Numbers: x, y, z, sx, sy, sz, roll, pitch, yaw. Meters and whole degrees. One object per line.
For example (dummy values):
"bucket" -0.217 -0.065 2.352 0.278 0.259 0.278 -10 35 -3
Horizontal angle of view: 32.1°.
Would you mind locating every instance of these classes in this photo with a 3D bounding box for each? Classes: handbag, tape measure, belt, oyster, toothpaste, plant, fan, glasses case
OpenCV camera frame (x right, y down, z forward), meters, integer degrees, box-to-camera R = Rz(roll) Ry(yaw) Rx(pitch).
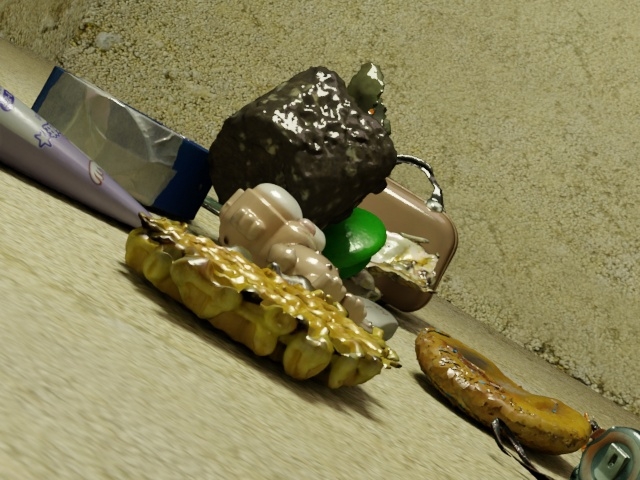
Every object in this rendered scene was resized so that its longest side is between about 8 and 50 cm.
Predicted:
"handbag" 0.131 -0.034 2.181 0.302 0.283 0.149 31 6 11
"tape measure" 0.282 0.228 1.195 0.180 0.107 0.104 32 6 -16
"belt" -0.277 -0.132 1.620 0.212 0.117 0.347 32 2 29
"oyster" 0.056 0.032 1.987 0.354 0.107 0.201 17 25 -24
"toothpaste" -0.309 -0.090 1.267 0.371 0.080 0.125 37 -3 -29
"plant" 0.003 -0.133 1.637 0.312 0.215 0.213 -26 78 -45
"fan" -0.201 -0.071 2.171 0.223 0.012 0.294 27 6 -40
"glasses case" 0.060 0.108 1.524 0.074 0.049 0.193 31 2 14

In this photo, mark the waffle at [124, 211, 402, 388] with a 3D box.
"waffle" -0.056 0.063 1.115 0.329 0.062 0.329 29 3 -1

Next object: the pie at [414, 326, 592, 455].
"pie" 0.229 0.201 1.453 0.273 0.069 0.273 29 2 -1

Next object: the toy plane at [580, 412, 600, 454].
"toy plane" 0.399 0.301 1.499 0.135 0.062 0.188 56 4 -6

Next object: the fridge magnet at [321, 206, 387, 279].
"fridge magnet" 0.000 0.000 1.735 0.208 0.088 0.208 -4 27 2

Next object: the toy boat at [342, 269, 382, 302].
"toy boat" 0.065 0.079 1.843 0.084 0.066 0.210 33 4 17

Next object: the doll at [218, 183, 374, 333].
"doll" -0.032 0.030 1.398 0.154 0.119 0.278 45 -2 -43
